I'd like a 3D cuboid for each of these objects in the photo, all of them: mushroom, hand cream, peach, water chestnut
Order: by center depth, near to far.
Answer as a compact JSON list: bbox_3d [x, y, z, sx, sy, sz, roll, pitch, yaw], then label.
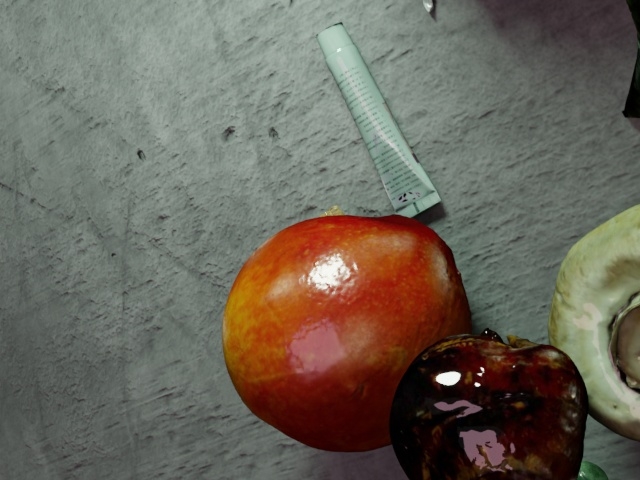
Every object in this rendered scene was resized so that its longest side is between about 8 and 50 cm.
[{"bbox_3d":[0.472,0.113,1.436,0.352,0.260,0.352,9,110,26],"label":"mushroom"},{"bbox_3d":[0.230,0.247,1.449,0.289,0.244,0.289,34,139,35],"label":"water chestnut"},{"bbox_3d":[0.050,0.131,1.653,0.388,0.388,0.388,7,104,31],"label":"peach"},{"bbox_3d":[0.085,-0.192,1.737,0.085,0.058,0.331,-28,85,32],"label":"hand cream"}]

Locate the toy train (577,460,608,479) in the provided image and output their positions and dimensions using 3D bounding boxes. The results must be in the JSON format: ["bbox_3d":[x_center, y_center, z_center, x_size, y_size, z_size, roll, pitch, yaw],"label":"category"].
[{"bbox_3d":[0.308,0.498,1.636,0.150,0.237,0.369,36,118,18],"label":"toy train"}]

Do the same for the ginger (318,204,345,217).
[{"bbox_3d":[0.004,0.008,1.831,0.165,0.067,0.096,-29,84,47],"label":"ginger"}]

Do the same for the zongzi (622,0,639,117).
[{"bbox_3d":[0.533,-0.244,1.373,0.383,0.362,0.319,0,70,4],"label":"zongzi"}]

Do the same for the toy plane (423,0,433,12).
[{"bbox_3d":[0.145,-0.473,1.609,0.255,0.101,0.251,46,158,33],"label":"toy plane"}]
